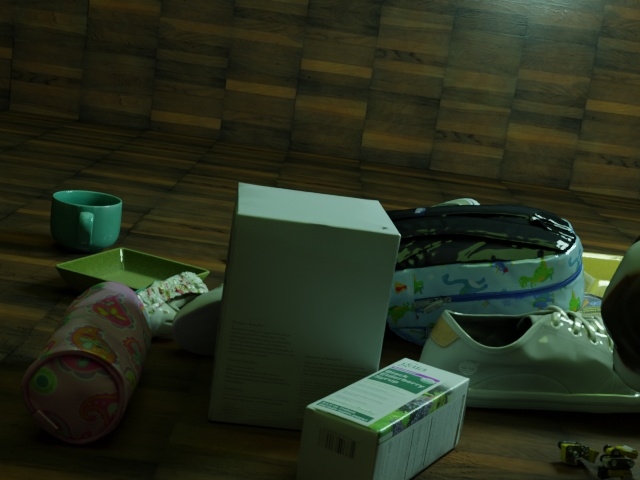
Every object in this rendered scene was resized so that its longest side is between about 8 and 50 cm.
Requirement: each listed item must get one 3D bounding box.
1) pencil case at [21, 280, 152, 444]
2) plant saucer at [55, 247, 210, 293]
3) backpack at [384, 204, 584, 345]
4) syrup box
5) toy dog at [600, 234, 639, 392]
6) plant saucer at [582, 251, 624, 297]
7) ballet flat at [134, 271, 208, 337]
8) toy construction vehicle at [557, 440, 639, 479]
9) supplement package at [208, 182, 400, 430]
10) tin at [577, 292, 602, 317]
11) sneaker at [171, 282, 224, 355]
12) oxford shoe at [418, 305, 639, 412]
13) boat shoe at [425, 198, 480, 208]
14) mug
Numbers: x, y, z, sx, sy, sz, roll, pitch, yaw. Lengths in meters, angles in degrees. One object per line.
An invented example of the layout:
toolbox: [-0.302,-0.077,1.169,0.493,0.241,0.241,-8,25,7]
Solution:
pencil case: [-0.276,0.142,1.208,0.124,0.124,0.284,7,12,-6]
plant saucer: [-0.310,0.067,1.647,0.188,0.045,0.188,13,14,22]
backpack: [0.251,0.053,1.629,0.356,0.273,0.290,-16,14,14]
syrup box: [0.078,0.214,1.145,0.093,0.096,0.237,16,16,30]
toy dog: [0.537,0.128,1.175,0.408,0.395,0.284,16,38,14]
plant saucer: [0.613,0.094,2.019,0.333,0.081,0.333,5,14,-10]
ballet flat: [-0.230,0.102,1.483,0.077,0.091,0.241,35,24,12]
toy construction vehicle: [0.351,0.273,1.214,0.098,0.035,0.086,6,2,-20]
supplement package: [-0.027,0.082,1.273,0.199,0.262,0.198,7,13,-6]
tin: [0.446,0.135,1.784,0.190,0.040,0.106,-2,23,-20]
sneaker: [-0.079,0.061,1.461,0.293,0.108,0.169,-17,35,-2]
oxford shoe: [0.359,0.160,1.412,0.449,0.130,0.169,2,13,-7]
boat shoe: [0.155,0.000,1.821,0.302,0.109,0.094,-27,-41,28]
mug: [-0.447,-0.031,1.861,0.129,0.097,0.158,13,15,18]
